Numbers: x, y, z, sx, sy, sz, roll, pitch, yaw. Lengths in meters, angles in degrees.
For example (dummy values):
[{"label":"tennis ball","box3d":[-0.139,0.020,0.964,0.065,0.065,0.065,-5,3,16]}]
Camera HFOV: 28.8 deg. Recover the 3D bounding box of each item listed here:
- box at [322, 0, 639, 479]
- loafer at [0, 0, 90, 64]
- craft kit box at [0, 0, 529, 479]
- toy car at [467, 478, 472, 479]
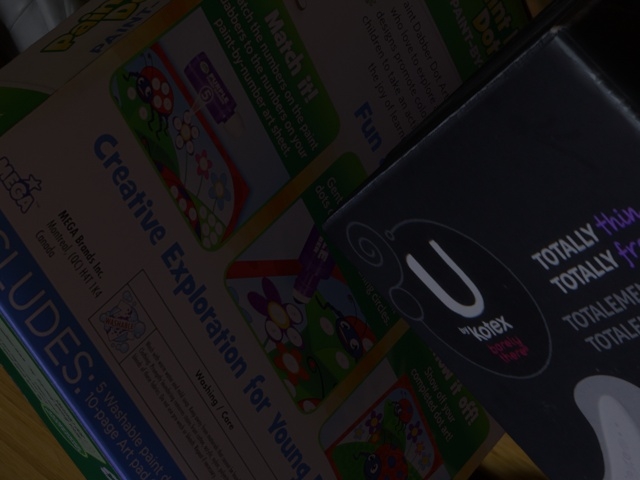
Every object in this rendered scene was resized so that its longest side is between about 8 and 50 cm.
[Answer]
[{"label":"box","box3d":[0.160,0.028,0.398,0.270,0.143,0.165,47,152,-2]},{"label":"loafer","box3d":[-0.123,-0.130,0.640,0.319,0.112,0.111,55,160,-4]},{"label":"craft kit box","box3d":[0.000,0.000,0.478,0.061,0.246,0.250,16,141,50]},{"label":"toy car","box3d":[0.064,0.205,0.817,0.188,0.149,0.155,4,123,39]}]
